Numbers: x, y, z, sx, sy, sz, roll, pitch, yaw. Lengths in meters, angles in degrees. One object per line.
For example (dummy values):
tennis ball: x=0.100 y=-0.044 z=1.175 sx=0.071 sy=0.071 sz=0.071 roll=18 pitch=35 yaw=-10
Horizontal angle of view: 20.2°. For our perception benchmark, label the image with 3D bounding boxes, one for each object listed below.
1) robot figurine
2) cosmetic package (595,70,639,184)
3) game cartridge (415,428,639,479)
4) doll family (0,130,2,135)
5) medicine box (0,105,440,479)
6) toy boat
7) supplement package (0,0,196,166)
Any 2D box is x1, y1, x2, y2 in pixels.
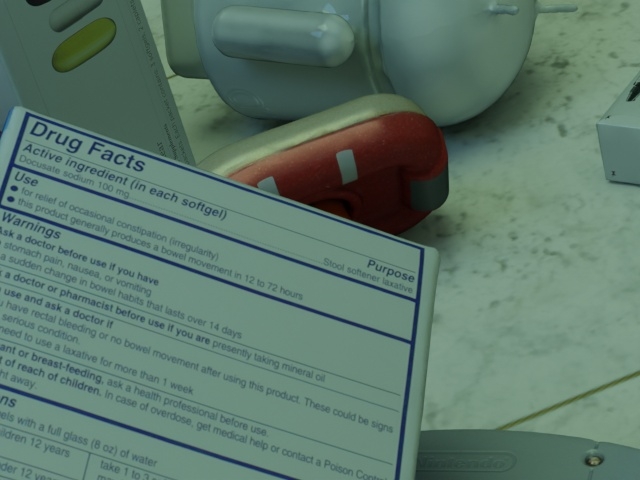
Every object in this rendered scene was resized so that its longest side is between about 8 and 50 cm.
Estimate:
robot figurine: x=0.033 y=-0.200 z=1.542 sx=0.353 sy=0.199 sz=0.300 roll=5 pitch=22 yaw=30
cosmetic package: x=0.339 y=-0.080 z=1.360 sx=0.239 sy=0.060 sz=0.099 roll=9 pitch=43 yaw=34
game cartridge: x=0.074 y=0.196 z=1.092 sx=0.294 sy=0.060 sz=0.196 roll=-2 pitch=40 yaw=21
doll family: x=-0.265 y=0.019 z=1.408 sx=0.118 sy=0.163 sz=0.263 roll=-16 pitch=32 yaw=-36
medicine box: x=-0.091 y=0.107 z=0.989 sx=0.263 sy=0.149 sz=0.289 roll=19 pitch=48 yaw=-11
toy boat: x=0.000 y=0.000 z=1.355 sx=0.231 sy=0.151 sz=0.151 roll=-21 pitch=63 yaw=-5
supplement package: x=-0.250 y=-0.145 z=1.534 sx=0.145 sy=0.262 sz=0.204 roll=-39 pitch=39 yaw=-28
